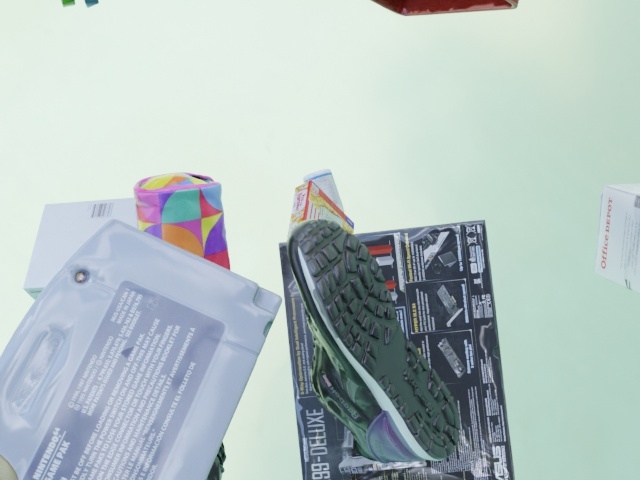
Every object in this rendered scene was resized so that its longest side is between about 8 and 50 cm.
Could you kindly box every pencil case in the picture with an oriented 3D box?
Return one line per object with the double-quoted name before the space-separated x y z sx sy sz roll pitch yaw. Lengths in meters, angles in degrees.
"pencil case" -0.142 0.043 0.992 0.104 0.236 0.104 -4 17 1

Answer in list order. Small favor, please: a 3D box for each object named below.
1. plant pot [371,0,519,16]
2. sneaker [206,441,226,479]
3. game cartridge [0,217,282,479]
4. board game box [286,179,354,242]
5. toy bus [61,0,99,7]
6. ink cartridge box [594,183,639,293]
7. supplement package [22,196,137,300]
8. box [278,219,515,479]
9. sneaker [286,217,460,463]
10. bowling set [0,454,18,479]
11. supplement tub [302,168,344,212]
"plant pot" 0.116 -0.457 1.188 0.267 0.267 0.235 18 89 59
"sneaker" -0.156 0.279 1.079 0.130 0.109 0.286 -14 42 -31
"game cartridge" -0.176 0.139 0.769 0.294 0.196 0.060 -66 9 -19
"board game box" 0.000 0.000 1.778 0.045 0.147 0.193 -25 39 30
"toy bus" -0.433 -0.534 1.750 0.191 0.202 0.104 -16 88 3
"ink cartridge box" 0.544 0.006 1.459 0.093 0.160 0.219 -4 16 -19
"supplement package" -0.431 0.037 1.863 0.262 0.145 0.204 -3 58 12
"box" 0.088 0.140 1.074 0.242 0.076 0.307 -7 87 5
"sneaker" 0.021 0.117 0.948 0.124 0.283 0.107 -21 13 39
"bowling set" -0.319 0.109 0.456 0.287 0.154 0.200 23 61 32
"supplement tub" 0.007 -0.103 2.080 0.071 0.071 0.107 -19 88 20
